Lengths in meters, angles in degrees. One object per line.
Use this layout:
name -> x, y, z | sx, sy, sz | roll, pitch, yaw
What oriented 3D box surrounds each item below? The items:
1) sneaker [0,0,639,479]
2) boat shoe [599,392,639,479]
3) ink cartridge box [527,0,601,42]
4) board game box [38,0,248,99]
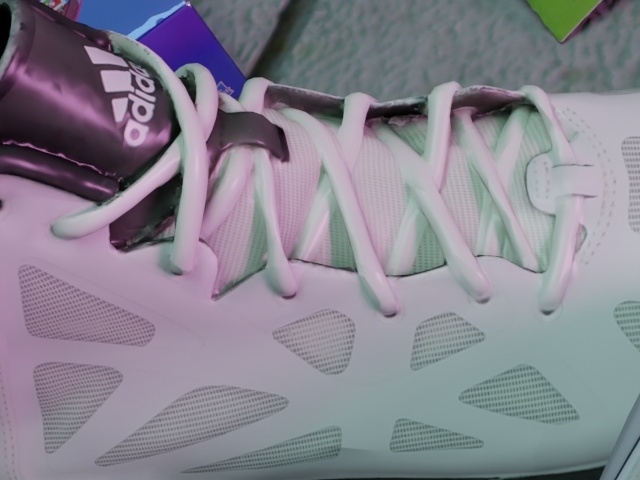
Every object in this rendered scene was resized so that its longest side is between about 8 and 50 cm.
sneaker -> 0.000, 0.001, 0.683 | 0.448, 0.257, 0.169 | -16, 55, 15
boat shoe -> 0.121, 0.171, 0.555 | 0.136, 0.156, 0.367 | 31, 79, -7
ink cartridge box -> 0.076, -0.247, 0.825 | 0.189, 0.097, 0.255 | -46, 66, 22
board game box -> -0.221, -0.130, 0.976 | 0.233, 0.078, 0.347 | -37, 53, 0
